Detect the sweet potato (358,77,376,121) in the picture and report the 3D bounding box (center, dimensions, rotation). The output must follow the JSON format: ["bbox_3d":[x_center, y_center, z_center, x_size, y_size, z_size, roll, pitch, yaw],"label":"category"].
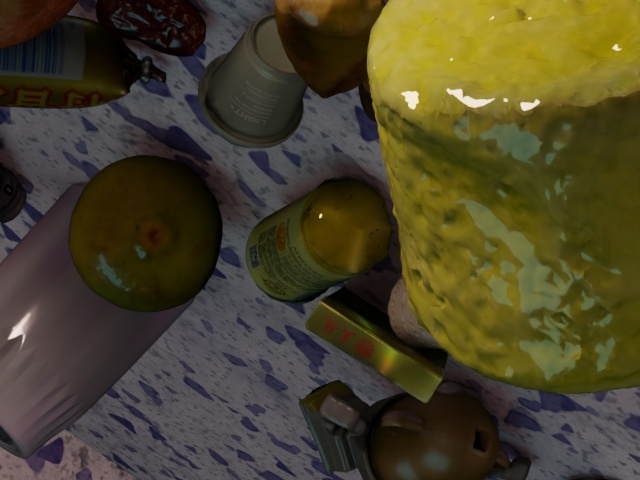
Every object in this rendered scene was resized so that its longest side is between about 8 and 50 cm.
[{"bbox_3d":[0.065,-0.147,1.780,0.049,0.049,0.117,29,167,14],"label":"sweet potato"}]

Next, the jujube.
[{"bbox_3d":[-0.186,-0.248,1.878,0.129,0.077,0.077,28,157,3],"label":"jujube"}]

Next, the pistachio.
[{"bbox_3d":[0.007,-0.216,1.655,0.110,0.100,0.189,50,172,22],"label":"pistachio"}]

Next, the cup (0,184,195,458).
[{"bbox_3d":[-0.384,0.117,2.502,0.253,0.371,0.253,36,159,16],"label":"cup"}]

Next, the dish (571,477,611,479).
[{"bbox_3d":[0.448,0.458,2.359,0.316,0.106,0.316,29,156,14],"label":"dish"}]

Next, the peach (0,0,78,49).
[{"bbox_3d":[-0.366,-0.300,1.805,0.232,0.232,0.257,34,144,1],"label":"peach"}]

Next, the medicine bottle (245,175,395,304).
[{"bbox_3d":[0.000,0.000,2.053,0.124,0.124,0.239,39,156,-10],"label":"medicine bottle"}]

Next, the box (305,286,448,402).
[{"bbox_3d":[0.076,0.125,2.124,0.173,0.043,0.311,32,-176,5],"label":"box"}]

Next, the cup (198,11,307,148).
[{"bbox_3d":[-0.061,-0.174,1.809,0.120,0.120,0.141,35,149,0],"label":"cup"}]

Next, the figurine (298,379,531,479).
[{"bbox_3d":[0.131,0.275,2.350,0.342,0.167,0.285,-3,180,-31],"label":"figurine"}]

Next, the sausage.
[{"bbox_3d":[-0.337,-0.210,1.992,0.317,0.117,0.125,4,-167,-18],"label":"sausage"}]

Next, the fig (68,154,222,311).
[{"bbox_3d":[-0.224,-0.006,2.244,0.207,0.207,0.230,30,174,10],"label":"fig"}]

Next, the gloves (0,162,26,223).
[{"bbox_3d":[-0.526,-0.112,2.538,0.119,0.142,0.285,0,148,8],"label":"gloves"}]

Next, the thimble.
[{"bbox_3d":[0.147,0.074,2.003,0.102,0.115,0.090,43,157,-25],"label":"thimble"}]

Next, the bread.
[{"bbox_3d":[0.202,-0.078,1.358,0.348,0.348,0.308,15,145,39],"label":"bread"}]
